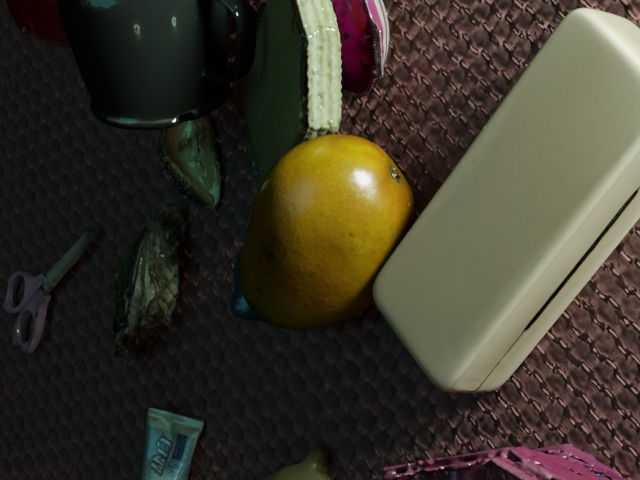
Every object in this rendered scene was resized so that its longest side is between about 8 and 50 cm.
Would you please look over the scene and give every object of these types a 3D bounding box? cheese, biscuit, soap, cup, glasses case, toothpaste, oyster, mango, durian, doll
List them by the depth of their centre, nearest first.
[{"bbox_3d":[0.167,0.255,1.307,0.250,0.099,0.162,-16,75,44],"label":"soap"},{"bbox_3d":[0.181,-0.027,1.335,0.336,0.076,0.144,-54,51,28],"label":"glasses case"},{"bbox_3d":[0.006,0.000,1.468,0.120,0.151,0.221,-76,2,-52],"label":"mango"},{"bbox_3d":[-0.027,-0.149,1.508,0.252,0.052,0.150,119,138,-63],"label":"biscuit"},{"bbox_3d":[0.005,-0.226,1.534,0.244,0.062,0.155,45,146,52],"label":"cheese"},{"bbox_3d":[-0.153,-0.203,1.555,0.223,0.169,0.176,18,125,36],"label":"cup"},{"bbox_3d":[-0.061,0.045,1.600,0.076,0.050,0.083,12,93,42],"label":"doll"},{"bbox_3d":[-0.179,0.317,1.701,0.069,0.047,0.268,11,91,59],"label":"toothpaste"},{"bbox_3d":[-0.141,-0.088,1.712,0.066,0.052,0.130,-15,76,5],"label":"durian"},{"bbox_3d":[-0.195,0.051,1.733,0.177,0.064,0.125,-60,33,37],"label":"oyster"}]

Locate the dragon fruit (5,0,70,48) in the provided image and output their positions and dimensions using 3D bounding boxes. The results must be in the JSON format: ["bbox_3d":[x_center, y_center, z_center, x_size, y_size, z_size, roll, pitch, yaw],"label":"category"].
[{"bbox_3d":[-0.243,-0.311,1.717,0.224,0.224,0.227,27,104,44],"label":"dragon fruit"}]

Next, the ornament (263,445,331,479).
[{"bbox_3d":[-0.028,0.342,1.507,0.245,0.061,0.230,-55,42,11],"label":"ornament"}]

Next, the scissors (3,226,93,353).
[{"bbox_3d":[-0.324,0.048,1.889,0.212,0.021,0.110,-43,54,35],"label":"scissors"}]
